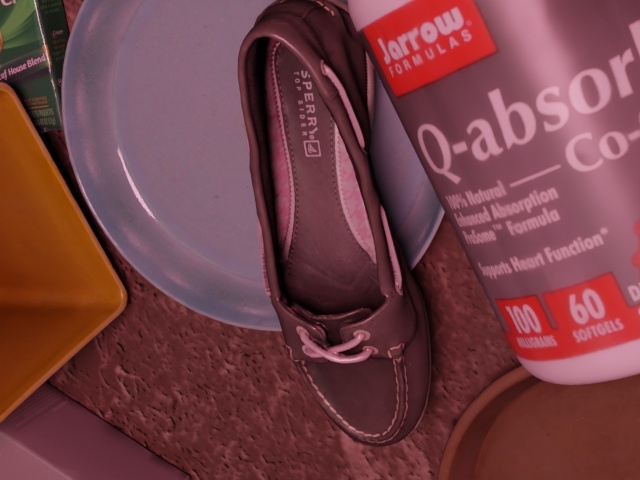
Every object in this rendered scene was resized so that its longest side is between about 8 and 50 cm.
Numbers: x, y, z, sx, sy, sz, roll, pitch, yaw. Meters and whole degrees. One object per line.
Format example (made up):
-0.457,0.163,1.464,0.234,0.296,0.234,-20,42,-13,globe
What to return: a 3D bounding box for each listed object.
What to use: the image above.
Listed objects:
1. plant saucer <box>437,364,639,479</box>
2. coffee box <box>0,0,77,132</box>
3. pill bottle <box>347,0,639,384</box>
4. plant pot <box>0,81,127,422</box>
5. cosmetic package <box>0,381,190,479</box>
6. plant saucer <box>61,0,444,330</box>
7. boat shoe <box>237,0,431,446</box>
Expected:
0.221,0.204,0.970,0.278,0.041,0.277,7,109,22,plant saucer
-0.258,-0.175,1.049,0.113,0.040,0.184,-2,106,24,coffee box
0.143,-0.115,0.802,0.210,0.210,0.362,-24,96,28,pill bottle
-0.321,0.024,1.042,0.187,0.212,0.212,-2,122,43,plant pot
-0.246,0.204,1.136,0.238,0.107,0.127,31,113,15,cosmetic package
-0.046,-0.088,0.987,0.318,0.044,0.317,8,110,22,plant saucer
0.000,0.000,0.917,0.112,0.095,0.335,-4,105,24,boat shoe
